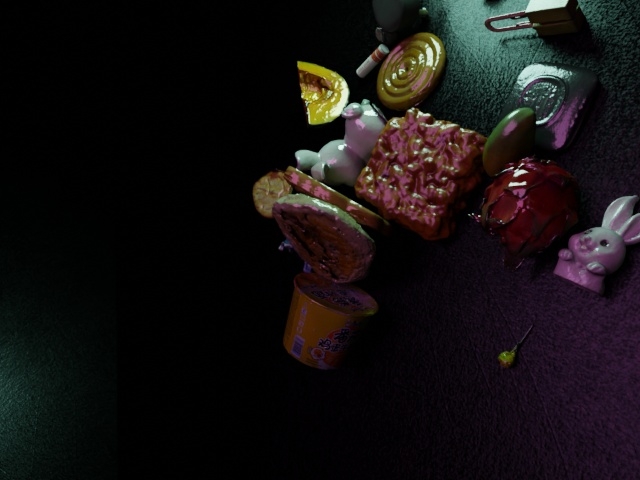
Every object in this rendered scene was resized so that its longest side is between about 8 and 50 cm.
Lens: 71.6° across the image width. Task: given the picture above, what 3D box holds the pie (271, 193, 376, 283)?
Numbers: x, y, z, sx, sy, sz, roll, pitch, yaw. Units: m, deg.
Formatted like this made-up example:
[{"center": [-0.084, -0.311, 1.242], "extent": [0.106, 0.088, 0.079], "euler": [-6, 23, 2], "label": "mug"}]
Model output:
[{"center": [0.000, 0.000, 1.244], "extent": [0.339, 0.339, 0.077], "euler": [8, 49, 46], "label": "pie"}]

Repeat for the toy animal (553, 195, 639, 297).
[{"center": [0.573, -0.001, 0.889], "extent": [0.220, 0.131, 0.104], "euler": [-59, 31, 10], "label": "toy animal"}]

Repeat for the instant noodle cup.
[{"center": [0.018, 0.237, 1.296], "extent": [0.264, 0.265, 0.200], "euler": [33, 110, 46], "label": "instant noodle cup"}]

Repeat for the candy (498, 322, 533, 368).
[{"center": [0.448, 0.239, 1.008], "extent": [0.035, 0.035, 0.122], "euler": [41, 99, 41], "label": "candy"}]

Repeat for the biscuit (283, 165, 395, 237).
[{"center": [0.053, -0.102, 1.298], "extent": [0.352, 0.312, 0.057], "euler": [30, 92, 2], "label": "biscuit"}]

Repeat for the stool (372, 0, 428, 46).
[{"center": [0.250, -0.750, 1.431], "extent": [0.153, 0.139, 0.228], "euler": [65, 160, 4], "label": "stool"}]

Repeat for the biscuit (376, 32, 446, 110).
[{"center": [0.280, -0.541, 1.418], "extent": [0.262, 0.037, 0.261], "euler": [-16, 66, 41], "label": "biscuit"}]

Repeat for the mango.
[{"center": [0.448, -0.224, 1.045], "extent": [0.091, 0.130, 0.194], "euler": [55, 154, 32], "label": "mango"}]

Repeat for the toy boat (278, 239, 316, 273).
[{"center": [-0.028, 0.049, 1.469], "extent": [0.309, 0.129, 0.142], "euler": [17, 75, 41], "label": "toy boat"}]

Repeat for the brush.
[{"center": [0.528, -0.564, 1.127], "extent": [0.234, 0.103, 0.047], "euler": [20, 90, 48], "label": "brush"}]

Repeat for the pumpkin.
[{"center": [0.017, -0.521, 1.641], "extent": [0.170, 0.148, 0.312], "euler": [-11, 68, 0], "label": "pumpkin"}]

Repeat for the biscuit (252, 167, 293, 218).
[{"center": [-0.196, -0.192, 1.789], "extent": [0.260, 0.041, 0.202], "euler": [23, 97, 47], "label": "biscuit"}]

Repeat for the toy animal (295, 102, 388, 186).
[{"center": [0.088, -0.278, 1.389], "extent": [0.310, 0.247, 0.182], "euler": [-38, 64, 16], "label": "toy animal"}]

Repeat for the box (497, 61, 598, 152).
[{"center": [0.545, -0.328, 1.077], "extent": [0.201, 0.042, 0.212], "euler": [33, 102, 48], "label": "box"}]

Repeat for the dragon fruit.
[{"center": [0.455, -0.063, 0.979], "extent": [0.193, 0.193, 0.273], "euler": [-2, 74, 67], "label": "dragon fruit"}]

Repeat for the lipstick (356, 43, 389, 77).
[{"center": [0.178, -0.614, 1.523], "extent": [0.131, 0.039, 0.038], "euler": [-34, 54, 48], "label": "lipstick"}]

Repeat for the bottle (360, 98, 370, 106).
[{"center": [0.145, -0.441, 1.526], "extent": [0.030, 0.030, 0.083], "euler": [20, 91, 47], "label": "bottle"}]

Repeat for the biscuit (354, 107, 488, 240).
[{"center": [0.271, -0.186, 1.217], "extent": [0.318, 0.111, 0.311], "euler": [33, 102, 29], "label": "biscuit"}]
